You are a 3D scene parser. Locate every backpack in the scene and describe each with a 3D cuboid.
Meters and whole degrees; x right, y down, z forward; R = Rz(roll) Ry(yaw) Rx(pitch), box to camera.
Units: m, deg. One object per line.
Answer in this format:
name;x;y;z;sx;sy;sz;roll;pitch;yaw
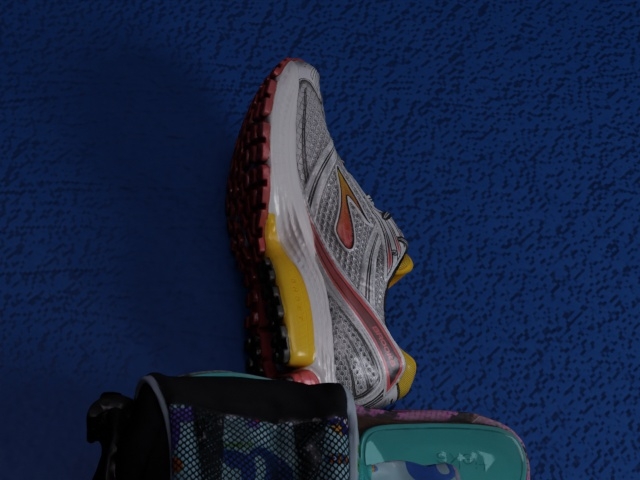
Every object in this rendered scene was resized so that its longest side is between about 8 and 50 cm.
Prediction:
backpack;-0.030;0.214;0.866;0.191;0.225;0.254;9;48;-6

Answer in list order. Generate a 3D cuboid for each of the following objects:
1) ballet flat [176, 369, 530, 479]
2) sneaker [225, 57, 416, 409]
ballet flat;0.003;0.118;1.026;0.221;0.079;0.077;8;67;-23
sneaker;0.000;0.000;1.113;0.092;0.088;0.225;0;66;-19
